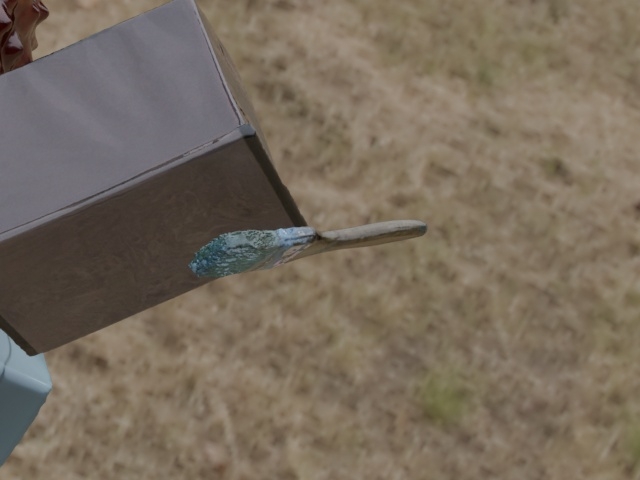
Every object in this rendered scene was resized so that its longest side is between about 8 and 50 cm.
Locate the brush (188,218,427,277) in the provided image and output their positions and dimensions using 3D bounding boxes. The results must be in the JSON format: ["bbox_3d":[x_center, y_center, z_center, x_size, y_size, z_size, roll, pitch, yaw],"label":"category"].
[{"bbox_3d":[0.000,0.000,1.182,0.196,0.070,0.021,-9,76,-35],"label":"brush"}]

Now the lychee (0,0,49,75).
[{"bbox_3d":[-0.458,-0.206,1.453,0.424,0.425,0.500,14,-8,-14],"label":"lychee"}]

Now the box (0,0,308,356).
[{"bbox_3d":[-0.165,-0.050,1.303,0.252,0.188,0.153,-23,60,3],"label":"box"}]

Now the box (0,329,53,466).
[{"bbox_3d":[-0.405,0.149,1.883,0.130,0.162,0.227,26,18,-33],"label":"box"}]
